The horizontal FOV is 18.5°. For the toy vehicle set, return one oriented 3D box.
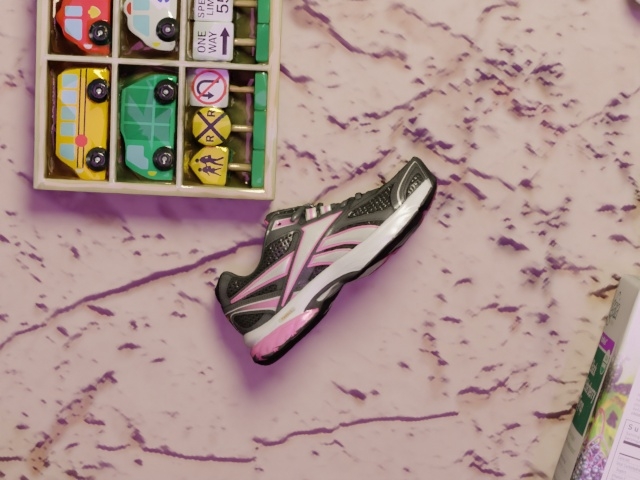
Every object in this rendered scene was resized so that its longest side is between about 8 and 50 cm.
[{"bbox_3d":[-0.108,-0.164,1.336,0.166,0.035,0.267,2,95,-1],"label":"toy vehicle set"}]

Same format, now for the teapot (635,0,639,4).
[{"bbox_3d":[0.366,-0.166,1.253,0.252,0.256,0.187,6,114,-17],"label":"teapot"}]

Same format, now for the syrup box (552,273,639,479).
[{"bbox_3d":[0.218,0.149,1.337,0.096,0.093,0.237,17,94,-2],"label":"syrup box"}]

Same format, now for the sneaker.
[{"bbox_3d":[0.000,0.000,1.337,0.178,0.072,0.077,-42,83,-3],"label":"sneaker"}]
